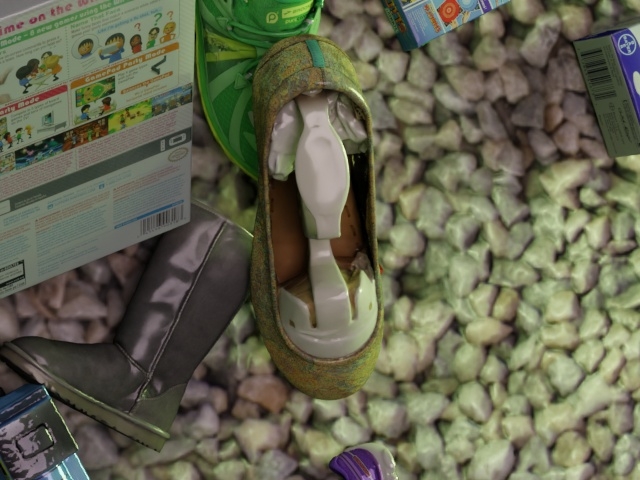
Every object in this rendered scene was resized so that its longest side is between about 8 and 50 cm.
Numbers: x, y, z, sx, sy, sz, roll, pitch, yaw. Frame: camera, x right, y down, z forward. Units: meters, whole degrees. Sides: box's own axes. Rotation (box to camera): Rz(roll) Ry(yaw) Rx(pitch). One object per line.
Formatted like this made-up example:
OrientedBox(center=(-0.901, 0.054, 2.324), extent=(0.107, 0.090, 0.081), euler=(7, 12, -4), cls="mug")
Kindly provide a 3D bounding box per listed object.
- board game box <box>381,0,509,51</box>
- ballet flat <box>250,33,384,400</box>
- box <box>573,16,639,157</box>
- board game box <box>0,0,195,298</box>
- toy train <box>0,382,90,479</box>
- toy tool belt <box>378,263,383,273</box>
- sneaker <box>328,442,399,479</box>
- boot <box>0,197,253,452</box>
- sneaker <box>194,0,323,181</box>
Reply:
OrientedBox(center=(0.098, -0.298, 1.643), extent=(0.136, 0.035, 0.201), euler=(-28, 99, -23), cls="board game box")
OrientedBox(center=(0.000, 0.000, 1.487), extent=(0.123, 0.123, 0.348), euler=(-15, 115, -24), cls="ballet flat")
OrientedBox(center=(0.341, -0.163, 1.728), extent=(0.137, 0.072, 0.126), euler=(-22, 98, -24), cls="box")
OrientedBox(center=(-0.217, -0.102, 1.356), extent=(0.224, 0.303, 0.097), euler=(-24, 57, -24), cls="board game box")
OrientedBox(center=(-0.230, 0.203, 1.435), extent=(0.080, 0.105, 0.184), euler=(-30, 100, -22), cls="toy train")
OrientedBox(center=(0.011, 0.018, 1.589), extent=(0.083, 0.052, 0.051), euler=(42, 104, -14), cls="toy tool belt")
OrientedBox(center=(0.043, 0.272, 1.591), extent=(0.071, 0.068, 0.170), euler=(-11, 84, -9), cls="sneaker")
OrientedBox(center=(-0.155, 0.056, 1.493), extent=(0.189, 0.076, 0.208), euler=(33, 82, -34), cls="boot")
OrientedBox(center=(-0.053, -0.178, 1.521), extent=(0.109, 0.123, 0.295), euler=(-21, 97, -24), cls="sneaker")
